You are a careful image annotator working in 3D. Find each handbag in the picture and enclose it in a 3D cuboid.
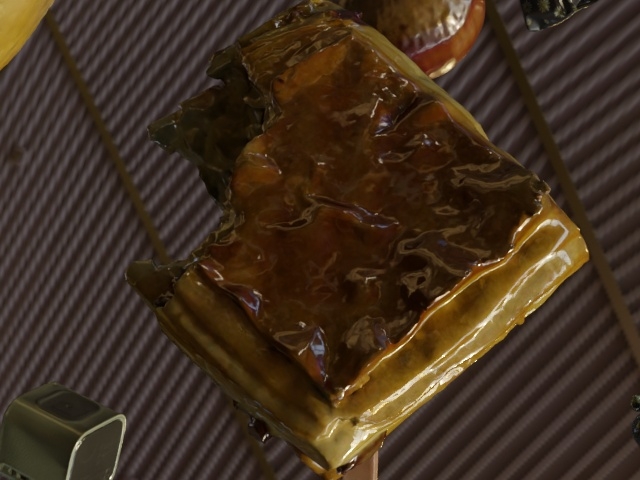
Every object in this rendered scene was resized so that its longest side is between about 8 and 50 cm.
[{"bbox_3d":[0.332,-0.351,1.527,0.139,0.072,0.115,-3,-68,45],"label":"handbag"}]

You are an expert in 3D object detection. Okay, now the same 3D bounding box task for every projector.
[{"bbox_3d":[-0.240,0.188,1.046,0.082,0.083,0.083,22,-71,21],"label":"projector"}]

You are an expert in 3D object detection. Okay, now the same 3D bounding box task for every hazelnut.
[{"bbox_3d":[0.110,-0.273,1.409,0.208,0.208,0.208,-6,-102,31],"label":"hazelnut"}]

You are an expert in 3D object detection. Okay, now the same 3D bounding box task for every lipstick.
[{"bbox_3d":[0.044,0.213,1.269,0.045,0.045,0.145,0,-109,7],"label":"lipstick"}]

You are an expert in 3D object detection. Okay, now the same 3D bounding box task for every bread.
[{"bbox_3d":[0.000,0.000,0.918,0.314,0.191,0.370,-38,-121,-17],"label":"bread"}]

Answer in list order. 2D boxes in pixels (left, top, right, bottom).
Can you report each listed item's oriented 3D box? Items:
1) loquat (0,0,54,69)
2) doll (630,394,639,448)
[{"bbox_3d":[-0.312,-0.195,0.705,0.328,0.328,0.359,-36,-121,22],"label":"loquat"},{"bbox_3d":[0.364,0.202,1.222,0.076,0.083,0.050,46,-52,-3],"label":"doll"}]
